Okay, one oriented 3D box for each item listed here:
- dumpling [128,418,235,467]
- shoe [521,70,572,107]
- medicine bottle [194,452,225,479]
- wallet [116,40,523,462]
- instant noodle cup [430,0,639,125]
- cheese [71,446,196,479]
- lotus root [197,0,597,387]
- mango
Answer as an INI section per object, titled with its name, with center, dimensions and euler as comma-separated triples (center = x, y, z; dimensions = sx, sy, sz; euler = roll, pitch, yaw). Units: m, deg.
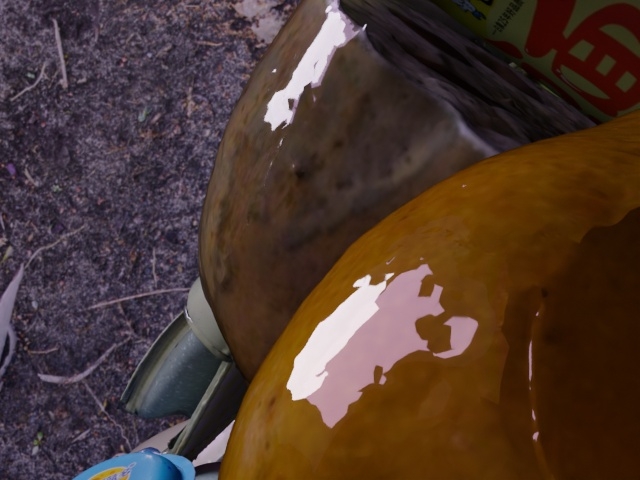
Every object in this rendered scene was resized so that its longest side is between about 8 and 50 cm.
[dumpling]
center = -0.115, 0.279, 1.507
dimensions = 0.341, 0.181, 0.260
euler = -13, 39, 32
[shoe]
center = 0.233, -0.085, 1.103
dimensions = 0.128, 0.140, 0.262
euler = -39, 13, -13
[medicine bottle]
center = -0.080, 0.232, 1.110
dimensions = 0.133, 0.133, 0.274
euler = -47, -2, 41
[wallet]
center = 0.000, 0.000, 1.130
dimensions = 0.309, 0.077, 0.223
euler = -53, -11, 35
[instant noodle cup]
center = 0.208, -0.141, 0.714
dimensions = 0.311, 0.221, 0.311
euler = -46, -2, -2
[cheese]
center = -0.127, 0.189, 1.014
dimensions = 0.106, 0.037, 0.256
euler = -21, 21, 8
[lotus root]
center = 0.064, 0.009, 0.795
dimensions = 0.192, 0.272, 0.272
euler = -57, -4, 8
[mango]
center = 0.071, 0.041, 0.422
dimensions = 0.236, 0.136, 0.166
euler = -37, -10, -35
